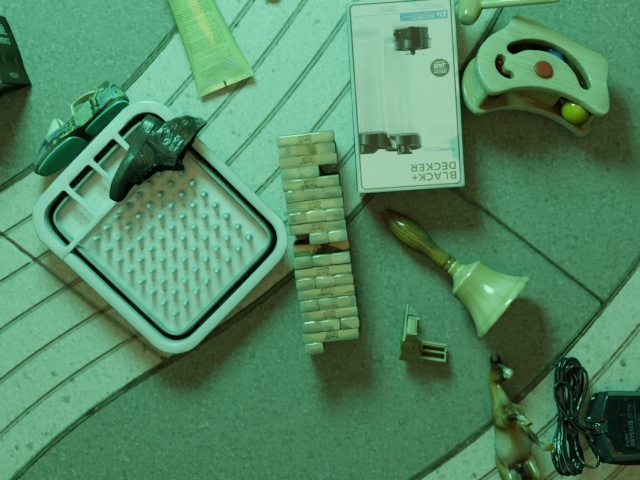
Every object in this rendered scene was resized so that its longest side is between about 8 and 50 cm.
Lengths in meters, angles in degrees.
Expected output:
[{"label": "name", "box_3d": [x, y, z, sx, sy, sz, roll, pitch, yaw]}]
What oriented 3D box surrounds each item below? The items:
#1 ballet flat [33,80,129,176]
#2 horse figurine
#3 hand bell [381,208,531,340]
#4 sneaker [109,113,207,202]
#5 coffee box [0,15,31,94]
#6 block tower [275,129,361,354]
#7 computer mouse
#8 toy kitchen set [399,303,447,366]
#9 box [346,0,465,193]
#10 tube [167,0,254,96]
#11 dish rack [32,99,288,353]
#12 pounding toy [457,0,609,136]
[{"label": "ballet flat", "box_3d": [-0.381, -0.178, 1.766, 0.188, 0.070, 0.070, -38, 94, 3]}, {"label": "horse figurine", "box_3d": [0.314, 0.329, 1.764, 0.066, 0.174, 0.263, -20, 109, -13]}, {"label": "hand bell", "box_3d": [0.194, 0.030, 1.761, 0.242, 0.126, 0.126, 40, 96, 9]}, {"label": "sneaker", "box_3d": [-0.244, -0.121, 1.696, 0.089, 0.051, 0.170, 26, 92, 2]}, {"label": "coffee box", "box_3d": [-0.610, -0.237, 1.704, 0.297, 0.168, 0.118, -21, 95, 2]}, {"label": "block tower", "box_3d": [0.000, 0.000, 1.755, 0.097, 0.091, 0.335, -6, 96, 2]}, {"label": "computer mouse", "box_3d": [0.495, 0.285, 1.781, 0.272, 0.072, 0.188, 3, 73, 2]}, {"label": "toy kitchen set", "box_3d": [0.166, 0.144, 1.781, 0.075, 0.083, 0.068, 9, 55, 0]}, {"label": "box", "box_3d": [0.130, -0.220, 1.730, 0.169, 0.087, 0.289, -3, 96, 2]}, {"label": "tube", "box_3d": [-0.192, -0.347, 1.743, 0.070, 0.062, 0.240, -13, 104, 46]}, {"label": "dish rack", "box_3d": [-0.245, -0.021, 1.768, 0.333, 0.072, 0.285, 44, 94, -3]}, {"label": "pounding toy", "box_3d": [0.308, -0.260, 1.665, 0.270, 0.155, 0.154, 28, 65, -2]}]
